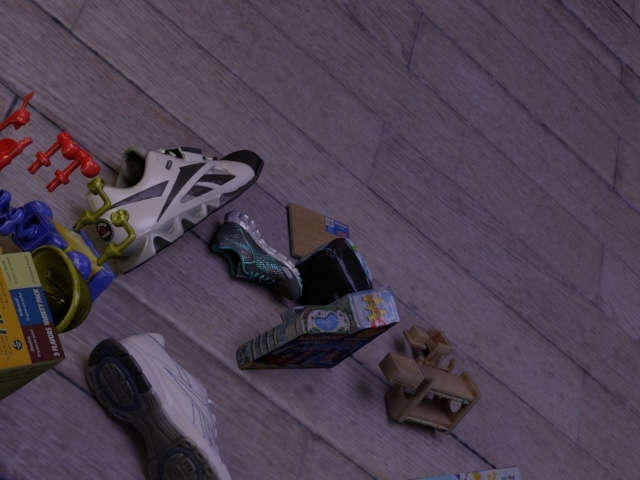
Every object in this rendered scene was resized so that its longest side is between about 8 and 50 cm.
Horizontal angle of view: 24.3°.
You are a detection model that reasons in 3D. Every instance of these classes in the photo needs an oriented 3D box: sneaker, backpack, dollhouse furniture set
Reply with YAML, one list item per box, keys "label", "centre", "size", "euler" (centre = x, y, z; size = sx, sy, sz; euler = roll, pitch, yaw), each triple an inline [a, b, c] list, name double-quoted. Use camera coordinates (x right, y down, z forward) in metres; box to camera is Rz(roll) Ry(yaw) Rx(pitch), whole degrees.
- label: "sneaker"
  centre: [-0.178, 0.242, 1.942]
  size: [0.297, 0.111, 0.129]
  euler: [60, 33, 1]
- label: "backpack"
  centre: [0.016, 0.058, 2.259]
  size: [0.105, 0.114, 0.084]
  euler: [59, 38, -3]
- label: "dollhouse furniture set"
  centre: [0.129, 0.205, 2.328]
  size: [0.182, 0.101, 0.161]
  euler: [21, 27, -37]
- label: "sneaker"
  centre: [-0.204, -0.088, 2.116]
  size: [0.146, 0.122, 0.330]
  euler: [57, 38, -4]
- label: "sneaker"
  centre: [-0.099, 0.037, 2.207]
  size: [0.166, 0.065, 0.076]
  euler: [45, 57, -10]

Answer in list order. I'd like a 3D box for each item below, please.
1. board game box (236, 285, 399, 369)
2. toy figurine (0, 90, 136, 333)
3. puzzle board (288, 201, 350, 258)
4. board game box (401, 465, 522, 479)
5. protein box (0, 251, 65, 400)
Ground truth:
- label: "board game box"
  centre: [0.008, 0.125, 2.141]
  size: [0.194, 0.194, 0.060]
  euler: [4, 63, -46]
- label: "toy figurine"
  centre: [-0.304, 0.007, 1.869]
  size: [0.362, 0.191, 0.217]
  euler: [45, -1, 41]
- label: "puzzle board"
  centre: [0.000, 0.000, 2.363]
  size: [0.128, 0.011, 0.096]
  euler: [21, 50, -38]
- label: "board game box"
  centre: [0.175, 0.426, 2.161]
  size: [0.275, 0.142, 0.144]
  euler: [4, 63, -46]
- label: "protein box"
  centre: [-0.438, 0.119, 1.666]
  size: [0.200, 0.201, 0.136]
  euler: [-6, 70, -48]
